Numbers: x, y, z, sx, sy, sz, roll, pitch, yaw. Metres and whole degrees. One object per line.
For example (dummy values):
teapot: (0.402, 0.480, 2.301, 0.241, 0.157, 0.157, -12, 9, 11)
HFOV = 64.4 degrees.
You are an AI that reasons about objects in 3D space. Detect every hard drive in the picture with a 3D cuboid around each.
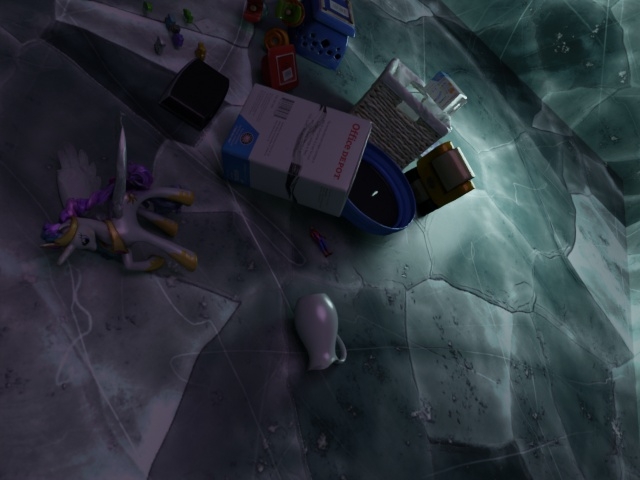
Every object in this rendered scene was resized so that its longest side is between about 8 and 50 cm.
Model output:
hard drive: (-0.402, -0.491, 1.669, 0.171, 0.054, 0.255, 32, 49, -17)

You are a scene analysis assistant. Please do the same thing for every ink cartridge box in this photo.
ink cartridge box: (0.481, -0.557, 1.940, 0.143, 0.092, 0.089, 55, 29, 16)
ink cartridge box: (-0.070, -0.280, 1.585, 0.394, 0.166, 0.286, 19, 62, 2)

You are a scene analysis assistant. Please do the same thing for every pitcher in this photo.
pitcher: (0.008, 0.263, 1.477, 0.177, 0.125, 0.207, 9, 67, -57)

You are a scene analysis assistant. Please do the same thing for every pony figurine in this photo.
pony figurine: (-0.485, -0.088, 1.241, 0.363, 0.302, 0.351, 14, 63, -48)

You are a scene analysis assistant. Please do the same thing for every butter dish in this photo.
butter dish: (-0.170, -0.641, 1.903, 0.160, 0.118, 0.160, -36, 127, -46)

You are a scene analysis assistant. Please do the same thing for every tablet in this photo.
tablet: (-0.424, -0.791, 1.874, 0.054, 0.006, 0.083, 48, 46, -3)

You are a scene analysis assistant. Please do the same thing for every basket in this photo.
basket: (0.309, -0.491, 2.002, 0.328, 0.266, 0.331, 41, 29, -9)

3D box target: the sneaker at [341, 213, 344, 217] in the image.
sneaker: (0.055, -0.114, 1.778, 0.209, 0.069, 0.082, 43, 65, -10)

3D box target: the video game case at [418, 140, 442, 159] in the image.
video game case: (0.440, -0.455, 2.299, 0.274, 0.026, 0.196, 37, 47, -14)

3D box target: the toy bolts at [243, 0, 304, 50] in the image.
toy bolts: (-0.191, -0.869, 2.023, 0.228, 0.219, 0.158, 21, 22, 0)

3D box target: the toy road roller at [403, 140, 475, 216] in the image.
toy road roller: (0.504, -0.257, 2.013, 0.240, 0.329, 0.203, -24, 84, -27)

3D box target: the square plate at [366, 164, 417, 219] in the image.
square plate: (0.210, -0.236, 1.973, 0.343, 0.049, 0.348, -5, 66, -39)

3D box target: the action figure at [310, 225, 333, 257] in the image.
action figure: (0.000, 0.000, 1.685, 0.038, 0.030, 0.115, -30, 81, -39)

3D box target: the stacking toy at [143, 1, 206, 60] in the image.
stacking toy: (-0.503, -0.718, 1.744, 0.166, 0.052, 0.221, -7, 66, -41)

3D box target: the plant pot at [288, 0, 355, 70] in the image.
plant pot: (0.014, -0.901, 2.128, 0.235, 0.212, 0.236, 15, 54, -29)

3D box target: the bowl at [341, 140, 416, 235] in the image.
bowl: (0.172, -0.190, 1.811, 0.390, 0.077, 0.392, 23, 48, -27)
